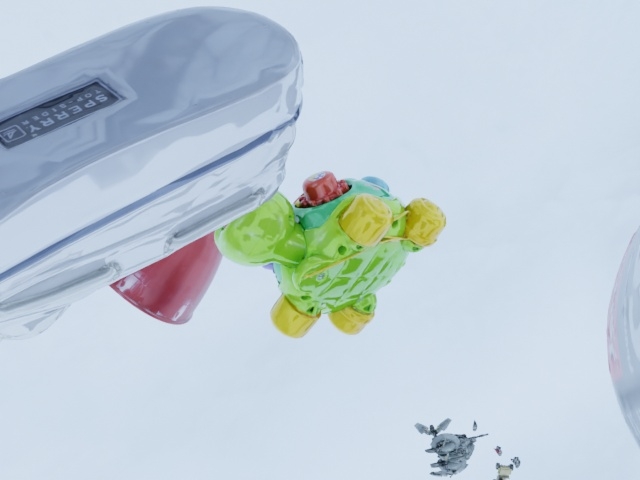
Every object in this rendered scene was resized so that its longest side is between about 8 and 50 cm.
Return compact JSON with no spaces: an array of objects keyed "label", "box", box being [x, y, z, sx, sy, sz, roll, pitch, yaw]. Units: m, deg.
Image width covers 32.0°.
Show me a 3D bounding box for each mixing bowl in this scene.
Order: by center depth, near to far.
[{"label":"mixing bowl","box":[-0.154,-0.018,1.073,0.098,0.181,0.181,-41,89,12]}]

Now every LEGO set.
[{"label":"LEGO set","box":[0.104,0.154,0.796,0.083,0.023,0.054,13,118,-5]}]

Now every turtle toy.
[{"label":"turtle toy","box":[0.000,0.000,0.600,0.095,0.130,0.066,-53,58,26]}]

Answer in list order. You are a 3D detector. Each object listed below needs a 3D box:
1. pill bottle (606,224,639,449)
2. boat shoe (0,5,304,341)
[{"label":"pill bottle","box":[0.180,0.027,0.363,0.161,0.283,0.161,-2,77,8]},{"label":"boat shoe","box":[-0.114,-0.001,0.393,0.258,0.084,0.095,-23,48,-24]}]
